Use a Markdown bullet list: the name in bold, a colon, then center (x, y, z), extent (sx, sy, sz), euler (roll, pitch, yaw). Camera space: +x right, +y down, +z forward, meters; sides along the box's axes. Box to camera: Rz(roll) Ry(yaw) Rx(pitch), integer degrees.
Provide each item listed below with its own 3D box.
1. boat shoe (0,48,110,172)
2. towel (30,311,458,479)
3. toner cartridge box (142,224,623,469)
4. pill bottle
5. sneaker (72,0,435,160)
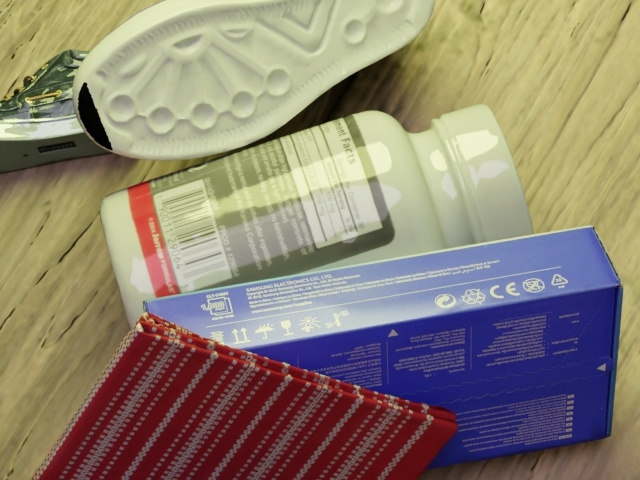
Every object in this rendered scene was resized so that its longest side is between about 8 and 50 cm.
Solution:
- **boat shoe**: center (-0.250, -0.112, 1.677), extent (0.183, 0.065, 0.083), euler (-7, 65, -4)
- **towel**: center (-0.056, 0.160, 1.417), extent (0.274, 0.199, 0.031), euler (19, 32, -26)
- **toner cartridge box**: center (0.048, 0.098, 1.464), extent (0.347, 0.165, 0.075), euler (-9, 42, -8)
- **pill bottle**: center (0.000, 0.000, 1.537), extent (0.318, 0.176, 0.176), euler (-18, 67, -1)
- **sneaker**: center (-0.080, -0.175, 1.617), extent (0.322, 0.130, 0.236), euler (-25, 22, -16)
